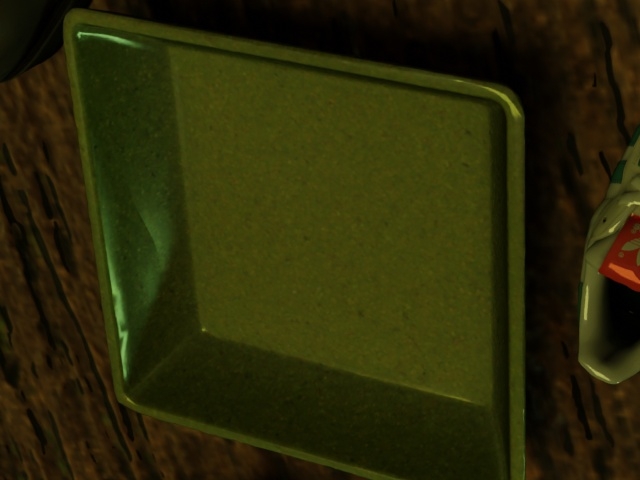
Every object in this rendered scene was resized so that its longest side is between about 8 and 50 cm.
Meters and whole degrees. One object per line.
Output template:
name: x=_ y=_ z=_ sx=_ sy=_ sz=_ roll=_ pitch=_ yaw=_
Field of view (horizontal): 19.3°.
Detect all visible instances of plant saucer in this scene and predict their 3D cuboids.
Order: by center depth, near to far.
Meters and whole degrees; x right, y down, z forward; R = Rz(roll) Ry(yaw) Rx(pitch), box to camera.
plant saucer: x=0.000 y=0.000 z=0.725 sx=0.188 sy=0.045 sz=0.188 roll=13 pitch=126 yaw=25

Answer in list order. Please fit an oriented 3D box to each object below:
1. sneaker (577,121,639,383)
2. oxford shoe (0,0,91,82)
sneaker: x=0.125 y=-0.018 z=0.614 sx=0.057 sy=0.075 sz=0.161 roll=29 pitch=131 yaw=13
oxford shoe: x=-0.110 y=-0.127 z=0.678 sx=0.083 sy=0.096 sz=0.227 roll=37 pitch=131 yaw=9
